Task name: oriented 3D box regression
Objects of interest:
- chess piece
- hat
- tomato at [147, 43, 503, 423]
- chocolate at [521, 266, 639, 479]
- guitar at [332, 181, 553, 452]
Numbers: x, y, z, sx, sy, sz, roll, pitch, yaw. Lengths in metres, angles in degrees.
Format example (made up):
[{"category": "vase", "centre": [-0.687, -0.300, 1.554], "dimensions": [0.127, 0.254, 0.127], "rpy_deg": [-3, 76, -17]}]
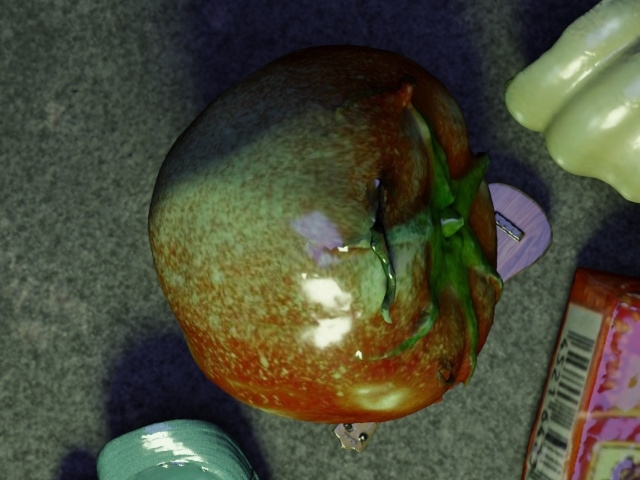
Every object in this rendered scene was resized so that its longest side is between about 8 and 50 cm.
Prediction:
[{"category": "chess piece", "centre": [0.310, -0.036, 1.071], "dimensions": [0.182, 0.182, 0.330], "rpy_deg": [-35, 78, 1]}, {"category": "hat", "centre": [-0.115, 0.222, 1.170], "dimensions": [0.138, 0.078, 0.191], "rpy_deg": [-15, 112, 8]}, {"category": "tomato", "centre": [0.000, 0.000, 1.063], "dimensions": [0.239, 0.303, 0.304], "rpy_deg": [-6, 94, 27]}, {"category": "chocolate", "centre": [0.311, 0.161, 1.159], "dimensions": [0.234, 0.108, 0.238], "rpy_deg": [14, 91, -4]}, {"category": "guitar", "centre": [0.099, 0.070, 1.180], "dimensions": [0.084, 0.038, 0.271], "rpy_deg": [37, 89, -2]}]
